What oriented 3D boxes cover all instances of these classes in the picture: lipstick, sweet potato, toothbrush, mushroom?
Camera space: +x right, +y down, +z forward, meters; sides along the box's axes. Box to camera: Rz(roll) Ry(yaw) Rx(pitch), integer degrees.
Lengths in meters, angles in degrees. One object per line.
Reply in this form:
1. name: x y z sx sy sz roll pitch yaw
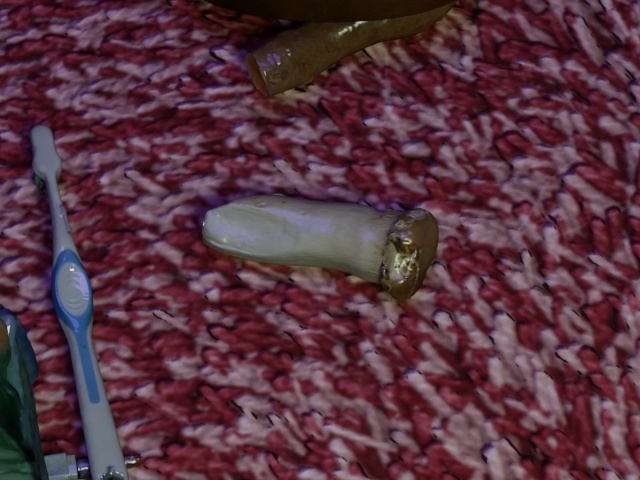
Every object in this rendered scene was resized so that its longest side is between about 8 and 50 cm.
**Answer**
1. lipstick: -0.204 0.194 1.598 0.107 0.025 0.025 -8 60 -9
2. sweet potato: 0.056 -0.215 1.810 0.281 0.059 0.067 -26 28 -17
3. toothbrush: -0.217 0.055 1.657 0.040 0.040 0.386 -13 58 -7
4. mushroom: 0.000 0.000 1.685 0.209 0.071 0.084 9 93 9

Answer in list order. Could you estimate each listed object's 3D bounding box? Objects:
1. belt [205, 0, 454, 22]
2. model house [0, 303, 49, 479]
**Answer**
1. belt: -0.005 -0.318 1.798 0.338 0.122 0.217 7 44 16
2. model house: -0.393 0.065 1.557 0.294 0.252 0.329 -12 54 1
